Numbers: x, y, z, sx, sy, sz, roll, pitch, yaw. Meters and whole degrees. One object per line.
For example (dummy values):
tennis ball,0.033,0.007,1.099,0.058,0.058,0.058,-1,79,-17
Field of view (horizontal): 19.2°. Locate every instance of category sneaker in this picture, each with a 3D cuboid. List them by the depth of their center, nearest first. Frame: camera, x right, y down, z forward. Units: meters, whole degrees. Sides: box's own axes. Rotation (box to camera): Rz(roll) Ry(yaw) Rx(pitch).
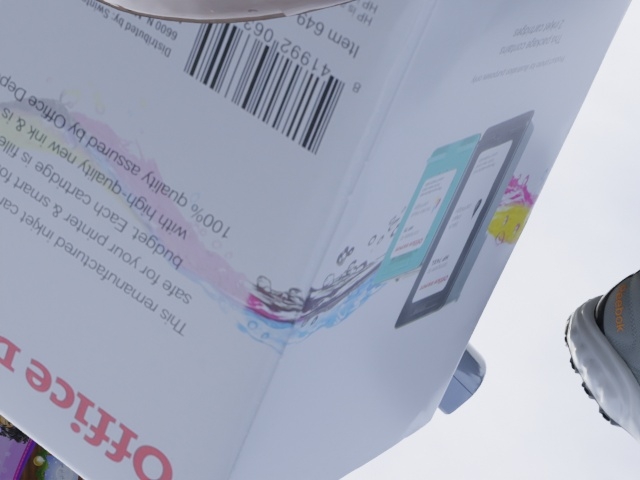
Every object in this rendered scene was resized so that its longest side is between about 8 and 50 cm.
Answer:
sneaker,0.279,0.134,1.310,0.100,0.108,0.271,-12,-117,-52

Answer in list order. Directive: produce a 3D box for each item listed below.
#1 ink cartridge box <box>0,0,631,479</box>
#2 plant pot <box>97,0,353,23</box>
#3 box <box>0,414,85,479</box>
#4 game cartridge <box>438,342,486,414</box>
ink cartridge box,-0.027,-0.058,0.759,0.198,0.270,0.197,34,-154,21
plant pot,-0.042,-0.218,0.437,0.263,0.263,0.229,31,174,41
box,-0.132,0.186,1.265,0.201,0.057,0.293,7,-111,-15
game cartridge,0.000,0.000,1.383,0.198,0.062,0.297,39,-175,-44
